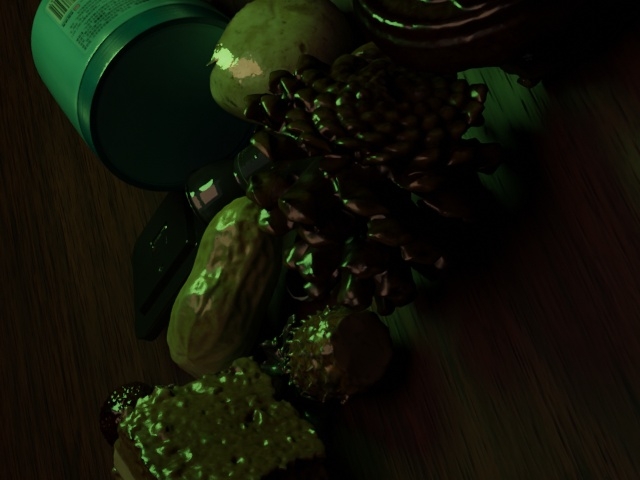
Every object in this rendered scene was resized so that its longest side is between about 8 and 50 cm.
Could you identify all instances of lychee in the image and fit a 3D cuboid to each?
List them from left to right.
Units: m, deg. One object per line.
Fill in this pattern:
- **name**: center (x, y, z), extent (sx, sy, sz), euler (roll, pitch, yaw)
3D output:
- **lychee**: center (-0.342, 0.320, 2.150), extent (0.123, 0.123, 0.129), euler (-10, 47, 48)

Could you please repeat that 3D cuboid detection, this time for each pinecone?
- **pinecone**: center (0.064, -0.064, 1.620), extent (0.384, 0.384, 0.384), euler (-15, 69, 46)

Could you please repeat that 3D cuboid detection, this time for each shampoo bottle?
- **shampoo bottle**: center (-0.316, -0.312, 2.112), extent (0.342, 0.331, 0.331), euler (47, 116, 45)

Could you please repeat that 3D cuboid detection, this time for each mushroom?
- **mushroom**: center (-0.040, -0.280, 1.908), extent (0.189, 0.195, 0.253), euler (28, 66, 30)
- **mushroom**: center (0.293, -0.271, 1.601), extent (0.127, 0.087, 0.127), euler (-21, 49, 25)

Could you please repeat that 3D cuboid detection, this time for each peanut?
- **peanut**: center (-0.150, 0.077, 1.893), extent (0.152, 0.152, 0.313), euler (29, 97, 49)

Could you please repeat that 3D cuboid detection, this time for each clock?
- **clock**: center (-0.274, 0.010, 2.150), extent (0.279, 0.049, 0.273), euler (-52, 32, 29)

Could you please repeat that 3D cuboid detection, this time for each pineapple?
- **pineapple**: center (-0.014, 0.194, 1.795), extent (0.310, 0.141, 0.170), euler (-24, 87, 56)

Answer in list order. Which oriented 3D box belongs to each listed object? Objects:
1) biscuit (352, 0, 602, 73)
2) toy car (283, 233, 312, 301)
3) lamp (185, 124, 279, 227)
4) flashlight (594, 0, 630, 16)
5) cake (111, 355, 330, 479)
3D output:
- **biscuit**: center (0.223, -0.396, 1.564), extent (0.407, 0.091, 0.407), euler (-20, 44, 21)
- **toy car**: center (0.000, 0.000, 1.878), extent (0.095, 0.056, 0.205), euler (32, 109, 48)
- **lamp**: center (-0.099, -0.124, 1.980), extent (0.227, 0.147, 0.172), euler (-36, 43, 29)
- **flashlight**: center (0.400, -0.321, 1.517), extent (0.110, 0.031, 0.052), euler (2, 106, 46)
- **cake**: center (-0.147, 0.379, 1.757), extent (0.282, 0.256, 0.290), euler (43, 144, 45)
